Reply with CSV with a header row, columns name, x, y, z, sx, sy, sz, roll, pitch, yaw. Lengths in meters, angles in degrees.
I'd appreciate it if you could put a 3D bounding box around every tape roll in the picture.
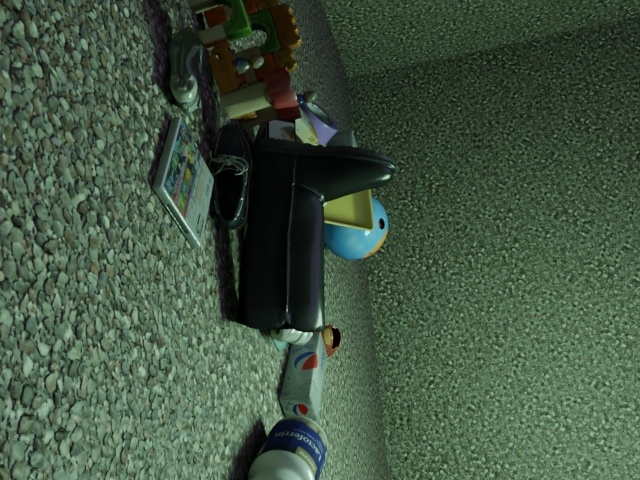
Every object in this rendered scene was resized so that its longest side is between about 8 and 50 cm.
name,x,y,z,sx,sy,sz,roll,pitch,yaw
tape roll,-0.028,-0.453,2.258,0.189,0.080,0.189,35,23,-17

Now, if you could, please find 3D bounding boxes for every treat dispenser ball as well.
name,x,y,z,sx,sy,sz,roll,pitch,yaw
treat dispenser ball,0.138,-0.064,2.473,0.288,0.288,0.288,-9,90,-78

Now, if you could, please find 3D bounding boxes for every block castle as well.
name,x,y,z,sx,sy,sz,roll,pitch,yaw
block castle,-0.160,-0.493,1.355,0.303,0.213,0.453,-85,157,-87

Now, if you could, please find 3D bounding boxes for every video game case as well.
name,x,y,z,sx,sy,sz,roll,pitch,yaw
video game case,-0.274,-0.117,1.212,0.183,0.023,0.201,68,18,-47

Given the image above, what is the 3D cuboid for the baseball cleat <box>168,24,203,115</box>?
name,x,y,z,sx,sy,sz,roll,pitch,yaw
baseball cleat,-0.286,-0.355,1.267,0.109,0.072,0.206,92,-1,-58

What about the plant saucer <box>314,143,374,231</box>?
name,x,y,z,sx,sy,sz,roll,pitch,yaw
plant saucer,0.037,-0.197,2.270,0.333,0.081,0.333,10,65,-31

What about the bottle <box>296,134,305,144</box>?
name,x,y,z,sx,sy,sz,roll,pitch,yaw
bottle,-0.084,-0.323,2.035,0.283,0.118,0.092,-86,162,-49

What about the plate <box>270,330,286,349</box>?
name,x,y,z,sx,sy,sz,roll,pitch,yaw
plate,-0.114,0.219,1.714,0.188,0.024,0.188,-10,90,-78

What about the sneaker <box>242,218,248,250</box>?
name,x,y,z,sx,sy,sz,roll,pitch,yaw
sneaker,-0.128,0.073,1.512,0.111,0.121,0.300,52,32,-66

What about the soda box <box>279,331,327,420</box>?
name,x,y,z,sx,sy,sz,roll,pitch,yaw
soda box,-0.045,0.392,1.739,0.286,0.091,0.098,-77,155,-61

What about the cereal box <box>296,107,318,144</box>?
name,x,y,z,sx,sy,sz,roll,pitch,yaw
cereal box,-0.105,-0.422,1.897,0.240,0.047,0.173,46,17,-32

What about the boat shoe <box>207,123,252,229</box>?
name,x,y,z,sx,sy,sz,roll,pitch,yaw
boat shoe,-0.211,-0.154,1.378,0.079,0.095,0.254,78,14,-81

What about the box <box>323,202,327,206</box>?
name,x,y,z,sx,sy,sz,roll,pitch,yaw
box,-0.074,-0.118,1.726,0.091,0.170,0.130,19,46,-33

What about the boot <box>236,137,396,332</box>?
name,x,y,z,sx,sy,sz,roll,pitch,yaw
boot,-0.002,0.000,1.434,0.146,0.367,0.445,128,-34,-75

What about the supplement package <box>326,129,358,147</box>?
name,x,y,z,sx,sy,sz,roll,pitch,yaw
supplement package,0.062,-0.339,2.530,0.194,0.203,0.149,64,20,-56

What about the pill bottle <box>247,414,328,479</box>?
name,x,y,z,sx,sy,sz,roll,pitch,yaw
pill bottle,-0.076,0.519,1.345,0.265,0.153,0.153,-44,124,-76

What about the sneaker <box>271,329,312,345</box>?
name,x,y,z,sx,sy,sz,roll,pitch,yaw
sneaker,-0.105,0.160,1.601,0.111,0.103,0.252,8,56,-53

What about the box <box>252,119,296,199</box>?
name,x,y,z,sx,sy,sz,roll,pitch,yaw
box,-0.128,-0.195,1.634,0.169,0.087,0.290,125,-32,-57

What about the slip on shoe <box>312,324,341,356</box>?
name,x,y,z,sx,sy,sz,roll,pitch,yaw
slip on shoe,0.029,0.353,2.105,0.331,0.101,0.123,47,34,-72
